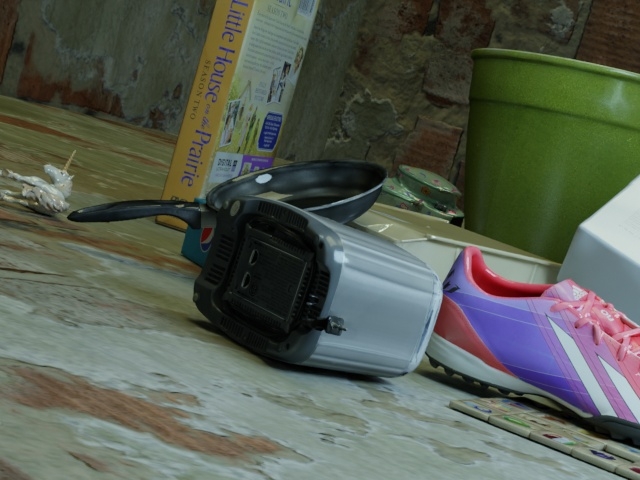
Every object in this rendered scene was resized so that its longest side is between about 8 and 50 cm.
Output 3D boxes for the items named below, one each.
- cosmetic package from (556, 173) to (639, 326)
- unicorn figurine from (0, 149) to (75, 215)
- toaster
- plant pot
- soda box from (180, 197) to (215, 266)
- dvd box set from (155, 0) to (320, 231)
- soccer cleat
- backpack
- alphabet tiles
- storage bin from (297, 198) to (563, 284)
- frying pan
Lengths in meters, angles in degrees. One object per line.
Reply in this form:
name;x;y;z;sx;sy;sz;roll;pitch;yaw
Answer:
cosmetic package;0.491;0.053;1.674;0.377;0.097;0.284;36;49;22
unicorn figurine;-0.340;-0.062;1.852;0.111;0.060;0.162;14;22;-27
toaster;0.004;0.045;1.360;0.146;0.129;0.227;15;4;-37
plant pot;0.357;-0.064;2.241;0.366;0.353;0.366;13;1;0
soda box;-0.084;0.010;1.739;0.067;0.071;0.210;12;7;-28
dvd box set;-0.103;-0.219;2.174;0.062;0.421;0.307;17;6;13
soccer cleat;0.249;0.101;1.412;0.318;0.117;0.108;18;15;24
backpack;0.170;-0.064;2.897;0.188;0.144;0.166;13;11;-3
alphabet tiles;0.251;0.176;1.382;0.198;0.009;0.237;19;6;31
storage bin;0.107;0.039;1.753;0.260;0.123;0.262;12;7;-35
frying pan;-0.079;-0.031;1.624;0.326;0.053;0.197;-18;19;-26
